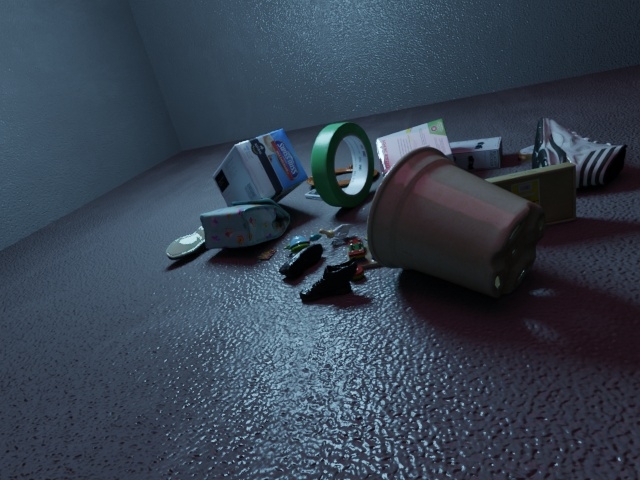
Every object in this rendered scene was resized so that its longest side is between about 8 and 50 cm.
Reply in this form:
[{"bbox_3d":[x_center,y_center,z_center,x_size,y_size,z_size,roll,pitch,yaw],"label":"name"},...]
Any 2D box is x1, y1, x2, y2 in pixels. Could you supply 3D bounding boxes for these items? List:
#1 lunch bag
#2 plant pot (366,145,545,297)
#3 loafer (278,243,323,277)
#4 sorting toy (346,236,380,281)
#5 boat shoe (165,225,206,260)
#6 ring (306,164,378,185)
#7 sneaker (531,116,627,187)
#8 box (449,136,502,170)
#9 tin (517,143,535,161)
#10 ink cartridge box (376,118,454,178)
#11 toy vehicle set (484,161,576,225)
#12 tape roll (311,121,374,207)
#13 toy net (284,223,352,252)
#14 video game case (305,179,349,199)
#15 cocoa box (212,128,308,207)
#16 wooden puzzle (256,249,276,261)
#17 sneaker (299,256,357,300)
[{"bbox_3d":[-0.268,-0.066,1.612,0.223,0.160,0.262,-3,12,33],"label":"lunch bag"},{"bbox_3d":[0.334,-0.024,1.044,0.334,0.333,0.305,-29,40,-30],"label":"plant pot"},{"bbox_3d":[-0.059,0.056,1.344,0.061,0.062,0.170,1,24,43],"label":"loafer"},{"bbox_3d":[0.142,0.026,1.313,0.132,0.046,0.274,-11,24,7],"label":"sorting toy"},{"bbox_3d":[-0.481,0.016,1.656,0.081,0.068,0.228,39,50,17],"label":"boat shoe"},{"bbox_3d":[0.099,-0.309,2.041,0.337,0.032,0.336,-7,20,3],"label":"ring"},{"bbox_3d":[0.889,-0.297,1.519,0.258,0.169,0.447,5,37,18],"label":"sneaker"},{"bbox_3d":[0.609,-0.358,1.844,0.290,0.087,0.169,-2,27,25],"label":"box"},{"bbox_3d":[0.887,-0.362,1.766,0.190,0.040,0.106,-20,20,-12],"label":"tin"},{"bbox_3d":[0.383,-0.347,1.773,0.278,0.117,0.201,-14,56,17],"label":"ink cartridge box"},{"bbox_3d":[0.572,-0.110,1.227,0.267,0.166,0.035,-11,24,6],"label":"toy vehicle set"},{"bbox_3d":[0.092,-0.288,1.688,0.077,0.321,0.321,7,31,38],"label":"tape roll"},{"bbox_3d":[0.000,0.000,1.445,0.232,0.045,0.122,-14,-17,-19],"label":"toy net"},{"bbox_3d":[0.055,-0.225,1.940,0.173,0.022,0.190,13,36,45],"label":"video game case"},{"bbox_3d":[-0.254,-0.260,1.789,0.228,0.231,0.347,-28,2,-30],"label":"cocoa box"},{"bbox_3d":[-0.186,0.051,1.486,0.049,0.006,0.083,-2,27,25],"label":"wooden puzzle"},{"bbox_3d":[0.020,0.102,1.160,0.170,0.089,0.051,-11,24,7],"label":"sneaker"}]
